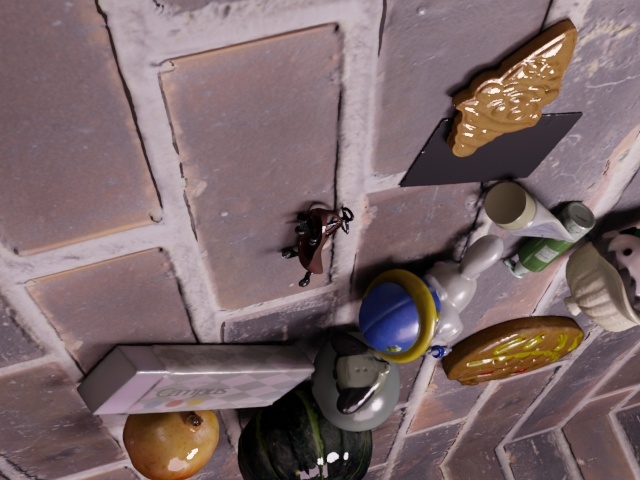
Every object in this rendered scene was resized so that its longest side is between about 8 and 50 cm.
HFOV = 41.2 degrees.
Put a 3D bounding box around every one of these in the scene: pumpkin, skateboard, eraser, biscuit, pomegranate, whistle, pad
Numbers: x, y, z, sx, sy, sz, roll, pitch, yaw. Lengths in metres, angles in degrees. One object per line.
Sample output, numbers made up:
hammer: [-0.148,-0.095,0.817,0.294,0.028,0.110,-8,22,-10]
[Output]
pumpkin: [-0.036,0.475,1.961,0.323,0.241,0.323,-18,155,-9]
skateboard: [0.000,0.000,1.279,0.080,0.067,0.151,-17,152,-25]
eraser: [-0.226,0.259,1.597,0.397,0.082,0.213,6,144,-41]
biscuit: [0.478,0.296,2.149,0.394,0.070,0.350,0,148,-34]
biscuit: [0.249,-0.187,1.104,0.162,0.035,0.250,-6,149,-33]
pomegranate: [-0.295,0.387,1.702,0.191,0.191,0.191,-15,154,-8]
whistle: [0.277,0.262,2.001,0.033,0.029,0.083,-19,166,38]
pad: [0.247,-0.131,1.243,0.243,0.004,0.163,-6,151,-25]

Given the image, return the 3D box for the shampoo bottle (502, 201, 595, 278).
shampoo bottle: [0.414,0.007,1.562,0.065,0.065,0.204,-3,150,-29]

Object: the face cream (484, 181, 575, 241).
face cream: [0.342,-0.034,1.421,0.114,0.070,0.224,7,172,33]

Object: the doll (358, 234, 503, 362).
doll: [0.203,0.111,1.507,0.242,0.159,0.311,2,145,-35]

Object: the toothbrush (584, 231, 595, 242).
toothbrush: [0.510,-0.014,1.628,0.016,0.019,0.219,9,166,27]

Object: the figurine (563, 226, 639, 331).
figurine: [0.620,0.039,1.616,0.332,0.185,0.204,-32,170,-15]

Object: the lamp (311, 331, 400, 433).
lamp: [0.068,0.271,1.661,0.197,0.198,0.244,-18,163,-2]
